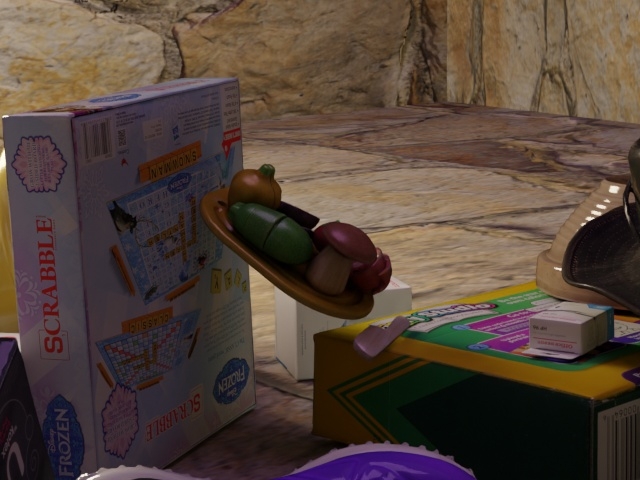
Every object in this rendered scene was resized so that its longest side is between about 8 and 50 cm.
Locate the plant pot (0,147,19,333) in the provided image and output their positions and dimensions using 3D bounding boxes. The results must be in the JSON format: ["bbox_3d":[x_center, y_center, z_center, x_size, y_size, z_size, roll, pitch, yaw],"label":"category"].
[{"bbox_3d":[-0.325,0.018,1.758,0.239,0.254,0.254,-13,9,10],"label":"plant pot"}]

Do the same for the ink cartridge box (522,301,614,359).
[{"bbox_3d":[0.205,0.074,1.377,0.048,0.028,0.083,5,13,33],"label":"ink cartridge box"}]

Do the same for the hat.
[{"bbox_3d":[0.349,-0.049,1.350,0.331,0.134,0.331,-11,20,4],"label":"hat"}]

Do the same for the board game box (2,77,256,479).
[{"bbox_3d":[-0.152,0.031,1.427,0.066,0.318,0.319,1,10,22],"label":"board game box"}]

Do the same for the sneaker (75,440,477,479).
[{"bbox_3d":[-0.031,0.212,1.095,0.293,0.102,0.146,-6,15,-1],"label":"sneaker"}]

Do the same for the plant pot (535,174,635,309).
[{"bbox_3d":[0.326,-0.004,1.593,0.237,0.109,0.237,1,8,0],"label":"plant pot"}]

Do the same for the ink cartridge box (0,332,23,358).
[{"bbox_3d":[-0.388,0.151,1.315,0.306,0.131,0.226,0,11,9],"label":"ink cartridge box"}]

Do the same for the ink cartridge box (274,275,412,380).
[{"bbox_3d":[0.032,0.086,1.728,0.143,0.089,0.092,-4,11,-16],"label":"ink cartridge box"}]

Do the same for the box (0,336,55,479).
[{"bbox_3d":[-0.332,0.161,1.085,0.270,0.143,0.165,1,40,8],"label":"box"}]

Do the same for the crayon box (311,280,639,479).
[{"bbox_3d":[0.227,0.123,1.488,0.363,0.106,0.313,-10,13,-43],"label":"crayon box"}]

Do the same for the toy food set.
[{"bbox_3d":[0.000,0.000,1.425,0.218,0.071,0.128,38,22,16],"label":"toy food set"}]
